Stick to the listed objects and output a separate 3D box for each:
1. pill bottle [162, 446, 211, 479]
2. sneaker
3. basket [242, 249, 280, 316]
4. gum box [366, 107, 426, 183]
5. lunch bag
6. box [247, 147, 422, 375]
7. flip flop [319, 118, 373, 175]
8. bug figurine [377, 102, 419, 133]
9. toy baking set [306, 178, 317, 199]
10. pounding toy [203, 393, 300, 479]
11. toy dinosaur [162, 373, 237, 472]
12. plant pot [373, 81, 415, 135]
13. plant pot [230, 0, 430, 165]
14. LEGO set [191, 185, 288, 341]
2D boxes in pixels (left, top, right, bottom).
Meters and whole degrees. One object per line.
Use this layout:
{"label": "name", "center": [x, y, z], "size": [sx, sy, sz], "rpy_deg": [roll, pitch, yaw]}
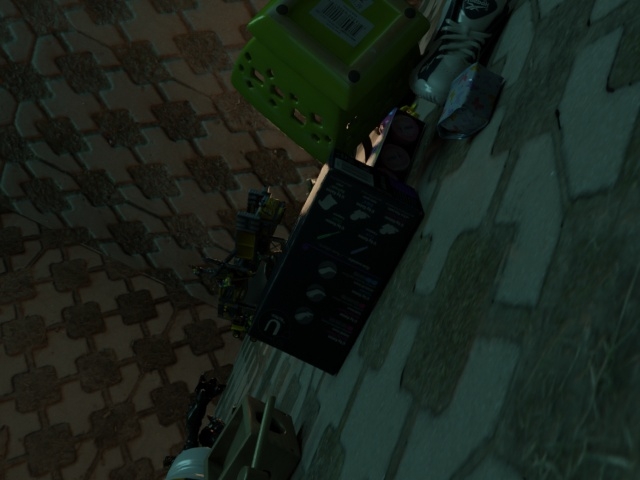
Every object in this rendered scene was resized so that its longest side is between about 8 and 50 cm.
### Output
{"label": "pill bottle", "center": [-0.207, 0.459, 1.242], "size": [0.162, 0.162, 0.278], "rpy_deg": [-61, 6, 30]}
{"label": "sneaker", "center": [0.202, -0.292, 1.169], "size": [0.235, 0.094, 0.153], "rpy_deg": [-53, -15, -55]}
{"label": "basket", "center": [-0.115, 0.117, 2.180], "size": [0.204, 0.154, 0.227], "rpy_deg": [-64, 8, -26]}
{"label": "gum box", "center": [0.114, -0.124, 1.432], "size": [0.188, 0.062, 0.107], "rpy_deg": [-67, 5, -33]}
{"label": "lunch bag", "center": [0.181, -0.168, 1.010], "size": [0.083, 0.053, 0.071], "rpy_deg": [-31, 34, 64]}
{"label": "box", "center": [0.019, 0.027, 1.183], "size": [0.270, 0.143, 0.165], "rpy_deg": [-63, 4, 15]}
{"label": "flip flop", "center": [0.062, -0.156, 1.551], "size": [0.112, 0.080, 0.277], "rpy_deg": [-48, 17, 39]}
{"label": "bug figurine", "center": [0.113, -0.175, 1.670], "size": [0.279, 0.072, 0.216], "rpy_deg": [-64, 5, -1]}
{"label": "toy baking set", "center": [0.001, 0.000, 1.536], "size": [0.197, 0.030, 0.256], "rpy_deg": [38, -141, -76]}
{"label": "pounding toy", "center": [-0.077, 0.303, 1.130], "size": [0.181, 0.094, 0.206], "rpy_deg": [-58, 15, 8]}
{"label": "toy dinosaur", "center": [-0.195, 0.391, 1.527], "size": [0.322, 0.164, 0.218], "rpy_deg": [-123, 55, -87]}
{"label": "plant pot", "center": [0.137, -0.364, 1.861], "size": [0.188, 0.187, 0.167], "rpy_deg": [-64, 18, -4]}
{"label": "plant pot", "center": [0.018, -0.284, 1.230], "size": [0.227, 0.228, 0.207], "rpy_deg": [-47, -6, -18]}
{"label": "LEGO set", "center": [-0.087, 0.032, 1.671], "size": [0.331, 0.254, 0.192], "rpy_deg": [-58, -18, -49]}
